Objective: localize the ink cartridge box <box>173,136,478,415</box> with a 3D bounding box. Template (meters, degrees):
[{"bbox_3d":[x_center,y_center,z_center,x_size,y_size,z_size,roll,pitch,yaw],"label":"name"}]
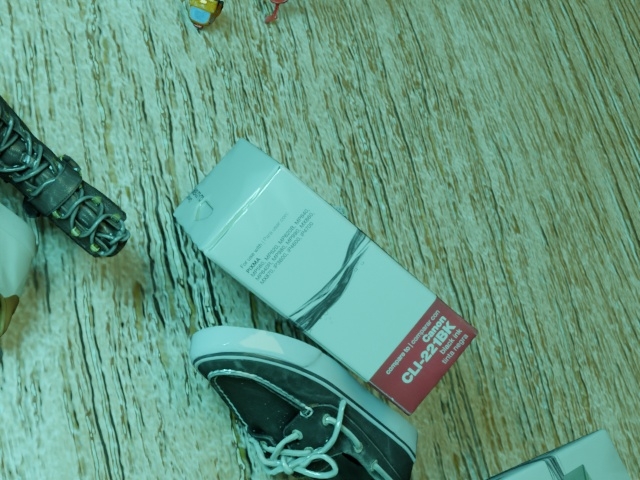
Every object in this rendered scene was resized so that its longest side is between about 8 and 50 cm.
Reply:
[{"bbox_3d":[0.000,0.030,1.255,0.273,0.114,0.197,39,0,-20],"label":"ink cartridge box"}]

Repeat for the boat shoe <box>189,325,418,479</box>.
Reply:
[{"bbox_3d":[-0.016,0.187,1.218,0.306,0.113,0.105,42,46,-41],"label":"boat shoe"}]

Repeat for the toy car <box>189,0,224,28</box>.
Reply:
[{"bbox_3d":[-0.171,-0.280,1.432,0.122,0.060,0.040,19,96,-16],"label":"toy car"}]

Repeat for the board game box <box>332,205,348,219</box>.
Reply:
[{"bbox_3d":[0.000,0.000,1.420,0.090,0.020,0.090,9,60,-42],"label":"board game box"}]

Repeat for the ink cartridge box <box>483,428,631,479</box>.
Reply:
[{"bbox_3d":[0.166,0.309,1.243,0.289,0.211,0.121,-11,72,-49],"label":"ink cartridge box"}]

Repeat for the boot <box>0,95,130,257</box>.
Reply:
[{"bbox_3d":[-0.254,-0.072,1.071,0.229,0.263,0.091,42,86,-11],"label":"boot"}]

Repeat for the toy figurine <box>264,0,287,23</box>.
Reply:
[{"bbox_3d":[-0.124,-0.471,1.544,0.362,0.191,0.217,41,13,-25],"label":"toy figurine"}]

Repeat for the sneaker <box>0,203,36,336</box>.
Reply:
[{"bbox_3d":[-0.327,-0.005,0.978,0.290,0.106,0.123,44,43,-52],"label":"sneaker"}]
